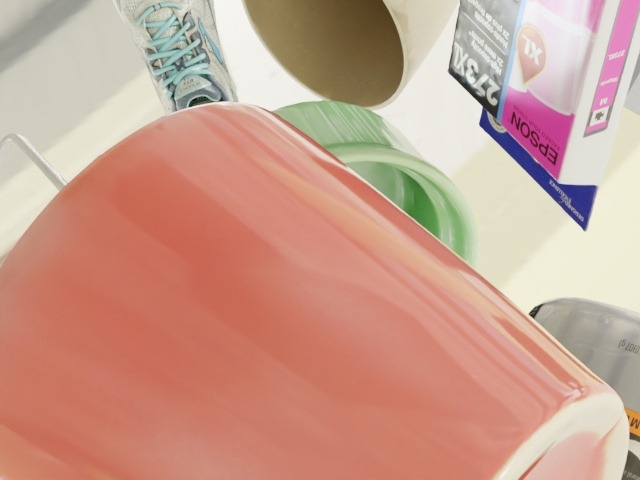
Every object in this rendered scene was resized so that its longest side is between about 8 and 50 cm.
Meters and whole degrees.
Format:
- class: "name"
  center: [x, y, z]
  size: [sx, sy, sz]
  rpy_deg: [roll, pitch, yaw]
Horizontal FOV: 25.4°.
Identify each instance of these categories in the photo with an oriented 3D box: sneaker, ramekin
- class: "sneaker"
  center: [-0.152, -0.210, 1.622]
  size: [0.110, 0.283, 0.122]
  rpy_deg: [-23, -145, 2]
- class: "ramekin"
  center: [0.000, 0.000, 1.500]
  size: [0.303, 0.303, 0.148]
  rpy_deg: [-28, -141, -1]

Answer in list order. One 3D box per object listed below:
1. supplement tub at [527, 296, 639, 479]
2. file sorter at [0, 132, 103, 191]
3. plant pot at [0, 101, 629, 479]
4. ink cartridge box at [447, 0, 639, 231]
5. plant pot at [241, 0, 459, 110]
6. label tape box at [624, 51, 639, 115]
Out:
- class: "supplement tub"
  center: [0.182, 0.217, 1.032]
  size: [0.194, 0.193, 0.316]
  rpy_deg: [13, -109, 42]
- class: "file sorter"
  center: [-0.092, 0.058, 0.953]
  size: [0.173, 0.278, 0.192]
  rpy_deg: [40, -68, 55]
- class: "plant pot"
  center: [-0.003, 0.102, 0.698]
  size: [0.243, 0.275, 0.275]
  rpy_deg: [30, -118, 29]
- class: "ink cartridge box"
  center: [0.194, -0.183, 1.217]
  size: [0.069, 0.371, 0.175]
  rpy_deg: [-22, -129, -22]
- class: "plant pot"
  center: [0.083, -0.342, 1.754]
  size: [0.256, 0.256, 0.274]
  rpy_deg: [14, -131, 43]
- class: "label tape box"
  center: [0.370, -0.178, 1.489]
  size: [0.334, 0.241, 0.106]
  rpy_deg: [33, -74, 26]
